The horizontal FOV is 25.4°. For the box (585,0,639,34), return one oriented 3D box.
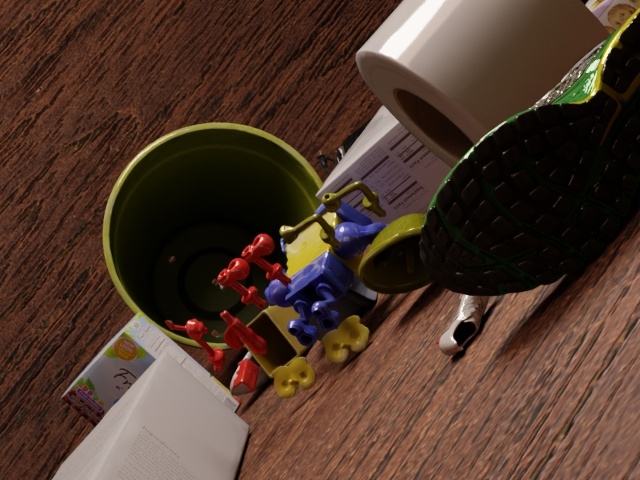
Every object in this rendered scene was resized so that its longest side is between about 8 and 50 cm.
[{"bbox_3d":[0.388,-0.290,1.591,0.063,0.067,0.324,-51,8,-19],"label":"box"}]

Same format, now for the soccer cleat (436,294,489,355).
[{"bbox_3d":[0.137,0.071,1.306,0.083,0.029,0.035,-55,17,-23],"label":"soccer cleat"}]

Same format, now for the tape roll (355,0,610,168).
[{"bbox_3d":[0.182,-0.179,1.519,0.169,0.246,0.246,-49,6,-7],"label":"tape roll"}]

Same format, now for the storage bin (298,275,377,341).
[{"bbox_3d":[0.012,0.074,1.873,0.091,0.098,0.135,-58,4,14],"label":"storage bin"}]

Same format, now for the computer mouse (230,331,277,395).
[{"bbox_3d":[-0.068,0.156,2.072,0.193,0.042,0.106,-56,-12,-28],"label":"computer mouse"}]

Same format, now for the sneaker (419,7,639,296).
[{"bbox_3d":[0.227,-0.075,1.226,0.343,0.134,0.146,-40,-1,-5],"label":"sneaker"}]

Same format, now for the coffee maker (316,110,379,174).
[{"bbox_3d":[0.120,-0.156,2.241,0.178,0.120,0.171,-42,-11,38],"label":"coffee maker"}]

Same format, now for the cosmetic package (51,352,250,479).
[{"bbox_3d":[-0.234,0.325,1.671,0.230,0.161,0.453,-47,7,13],"label":"cosmetic package"}]

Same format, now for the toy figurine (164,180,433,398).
[{"bbox_3d":[0.000,0.000,1.696,0.362,0.191,0.217,-39,25,33],"label":"toy figurine"}]

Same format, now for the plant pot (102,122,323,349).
[{"bbox_3d":[-0.174,0.035,2.382,0.366,0.366,0.353,-50,-5,-16],"label":"plant pot"}]

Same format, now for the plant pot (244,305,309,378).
[{"bbox_3d":[-0.050,0.129,1.998,0.083,0.081,0.081,-34,-6,-46],"label":"plant pot"}]

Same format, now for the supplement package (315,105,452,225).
[{"bbox_3d":[0.151,-0.128,1.857,0.204,0.145,0.262,-54,9,-35],"label":"supplement package"}]

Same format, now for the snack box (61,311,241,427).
[{"bbox_3d":[-0.253,0.237,2.119,0.174,0.207,0.070,-44,8,28],"label":"snack box"}]
